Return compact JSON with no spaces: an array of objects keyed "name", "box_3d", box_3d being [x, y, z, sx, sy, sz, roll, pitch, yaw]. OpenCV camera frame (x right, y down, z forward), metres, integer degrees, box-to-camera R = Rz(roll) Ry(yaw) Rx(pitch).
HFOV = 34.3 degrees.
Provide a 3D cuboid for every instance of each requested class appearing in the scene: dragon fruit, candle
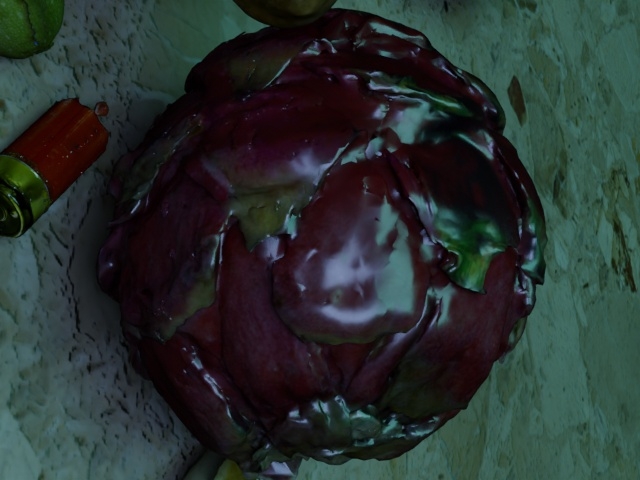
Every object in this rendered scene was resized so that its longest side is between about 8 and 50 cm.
[{"name":"dragon fruit","box_3d":[0.003,-0.001,0.734,0.329,0.329,0.329,15,70,-47]},{"name":"candle","box_3d":[-0.187,-0.059,0.718,0.052,0.052,0.131,57,43,-25]}]

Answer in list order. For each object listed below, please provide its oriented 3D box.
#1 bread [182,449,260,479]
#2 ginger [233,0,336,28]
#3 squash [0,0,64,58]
[{"name":"bread","box_3d":[-0.105,0.233,0.745,0.073,0.053,0.214,57,41,-29]},{"name":"ginger","box_3d":[-0.035,-0.336,0.731,0.254,0.176,0.418,51,34,-25]},{"name":"squash","box_3d":[-0.275,-0.248,0.628,0.341,0.094,0.094,48,49,-31]}]
